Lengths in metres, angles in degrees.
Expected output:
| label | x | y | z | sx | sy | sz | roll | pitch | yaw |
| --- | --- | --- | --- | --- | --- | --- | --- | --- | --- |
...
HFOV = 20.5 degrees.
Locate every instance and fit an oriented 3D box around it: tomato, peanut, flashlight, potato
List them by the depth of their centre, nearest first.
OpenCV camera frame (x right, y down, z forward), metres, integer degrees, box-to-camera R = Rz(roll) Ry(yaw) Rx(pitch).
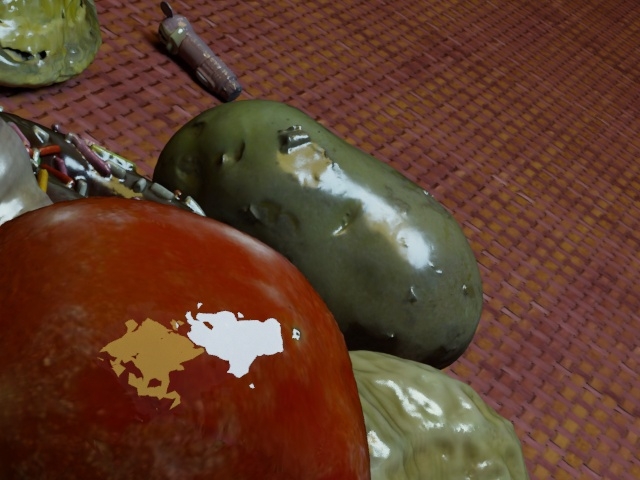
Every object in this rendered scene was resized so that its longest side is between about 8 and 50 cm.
| label | x | y | z | sx | sy | sz | roll | pitch | yaw |
| --- | --- | --- | --- | --- | --- | --- | --- | --- | --- |
| tomato | -0.076 | 0.086 | 0.790 | 0.232 | 0.188 | 0.232 | 33 | 45 | -41 |
| peanut | 0.007 | 0.137 | 1.049 | 0.325 | 0.140 | 0.153 | 4 | 3 | -44 |
| potato | 0.000 | 0.000 | 1.288 | 0.262 | 0.165 | 0.165 | 36 | 25 | -4 |
| flashlight | -0.113 | -0.165 | 1.592 | 0.031 | 0.052 | 0.110 | -35 | 70 | -23 |

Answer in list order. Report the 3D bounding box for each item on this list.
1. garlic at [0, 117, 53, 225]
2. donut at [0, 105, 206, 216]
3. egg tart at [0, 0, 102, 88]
| label | x | y | z | sx | sy | sz | roll | pitch | yaw |
| --- | --- | --- | --- | --- | --- | --- | --- | --- | --- |
| garlic | -0.243 | 0.028 | 0.912 | 0.245 | 0.245 | 0.160 | 17 | -5 | -27 |
| donut | -0.150 | 0.004 | 1.108 | 0.270 | 0.103 | 0.269 | 29 | 9 | -5 |
| egg tart | -0.296 | -0.229 | 1.436 | 0.279 | 0.095 | 0.279 | 26 | 26 | -14 |
